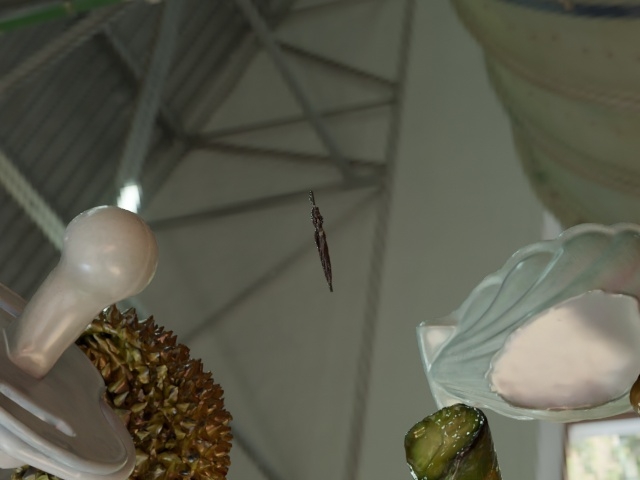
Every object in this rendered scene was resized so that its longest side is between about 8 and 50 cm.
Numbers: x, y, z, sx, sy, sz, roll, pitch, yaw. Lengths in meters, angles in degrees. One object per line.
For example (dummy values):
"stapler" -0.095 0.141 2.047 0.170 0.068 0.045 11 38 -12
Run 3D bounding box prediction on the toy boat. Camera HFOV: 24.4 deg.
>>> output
"toy boat" 0.244 0.096 1.430 0.100 0.290 0.199 -106 -2 -80

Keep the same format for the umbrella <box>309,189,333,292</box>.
"umbrella" 0.000 -0.002 1.544 0.022 0.013 0.122 94 165 -59

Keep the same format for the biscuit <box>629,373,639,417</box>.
"biscuit" 0.318 0.159 1.190 0.045 0.154 0.299 -61 -9 10

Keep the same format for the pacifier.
"pacifier" -0.211 0.074 1.224 0.238 0.226 0.287 36 -170 -23

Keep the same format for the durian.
"durian" -0.221 0.211 1.629 0.258 0.258 0.293 50 -149 -52

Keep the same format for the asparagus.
"asparagus" 0.131 0.238 1.281 0.343 0.085 0.082 69 -154 -54
